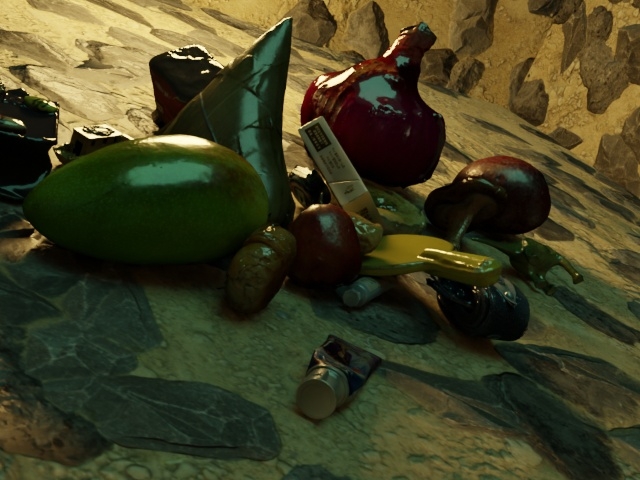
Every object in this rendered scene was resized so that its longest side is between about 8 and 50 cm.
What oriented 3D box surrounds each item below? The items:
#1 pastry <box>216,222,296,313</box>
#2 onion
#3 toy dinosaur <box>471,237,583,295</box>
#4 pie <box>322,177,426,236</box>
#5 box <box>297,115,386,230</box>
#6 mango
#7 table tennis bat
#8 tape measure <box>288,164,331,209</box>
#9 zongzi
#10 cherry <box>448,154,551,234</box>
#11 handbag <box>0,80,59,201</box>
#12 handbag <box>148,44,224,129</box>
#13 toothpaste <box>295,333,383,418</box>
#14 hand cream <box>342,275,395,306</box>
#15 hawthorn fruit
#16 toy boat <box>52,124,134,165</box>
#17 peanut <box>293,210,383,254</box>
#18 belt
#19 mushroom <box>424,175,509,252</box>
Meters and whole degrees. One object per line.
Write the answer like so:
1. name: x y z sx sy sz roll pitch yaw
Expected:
1. pastry: -0.092 0.042 1.375 0.081 0.153 0.153 38 23 13
2. onion: 0.150 -0.355 2.234 0.399 0.420 0.398 15 19 -5
3. toy dinosaur: 0.496 0.015 2.151 0.447 0.087 0.300 27 21 -27
4. pie: 0.122 -0.084 2.051 0.274 0.055 0.274 21 21 -8
5. box: 0.045 -0.129 1.879 0.242 0.067 0.155 62 4 37
6. mango: -0.263 -0.060 1.377 0.382 0.201 0.225 -4 46 -28
7. table tennis bat: 0.183 0.035 1.649 0.224 0.054 0.369 -17 18 -38
8. tape measure: -0.059 -0.076 1.862 0.104 0.107 0.180 7 44 43
9. zongzi: -0.106 -0.197 1.631 0.174 0.393 0.356 36 9 -49
10. cherry: 0.472 -0.119 2.323 0.301 0.202 0.230 6 25 -7
11. handbag: -0.593 -0.205 1.477 0.304 0.121 0.329 16 20 -21
12. handbag: -0.277 -0.300 1.973 0.181 0.181 0.254 -24 45 -22
13. toothpaste: 0.027 0.187 1.294 0.096 0.061 0.266 26 14 9
14. hand cream: 0.083 0.087 1.602 0.065 0.043 0.171 20 16 18
15. hawthorn fruit: 0.000 0.000 1.552 0.148 0.171 0.148 3 -6 0
16. toy boat: -0.414 -0.177 1.657 0.057 0.077 0.200 30 21 18
17. peanut: 0.023 -0.012 1.659 0.194 0.083 0.093 4 24 30
18. belt: 0.286 0.109 1.657 0.129 0.122 0.218 13 15 -23
19. mushroom: 0.309 -0.033 2.056 0.148 0.227 0.217 39 55 -14
